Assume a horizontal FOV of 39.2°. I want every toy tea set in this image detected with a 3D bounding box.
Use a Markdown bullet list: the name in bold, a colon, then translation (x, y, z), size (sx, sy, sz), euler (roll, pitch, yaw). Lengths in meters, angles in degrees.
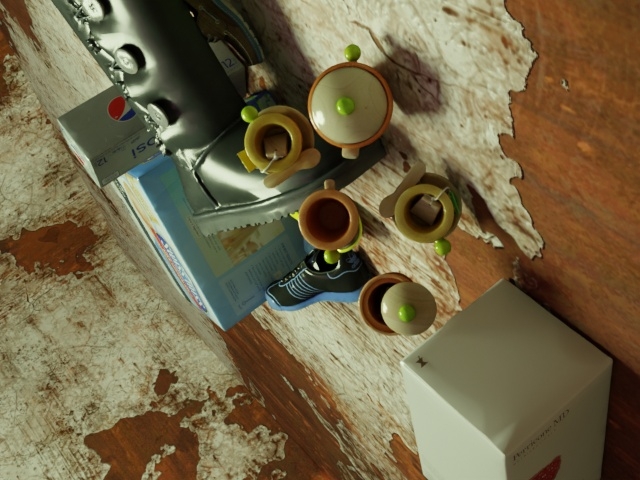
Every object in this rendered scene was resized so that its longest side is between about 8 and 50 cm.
- **toy tea set**: translation (0.048, -0.048, 1.030), size (0.336, 0.200, 0.124), euler (55, -167, -2)

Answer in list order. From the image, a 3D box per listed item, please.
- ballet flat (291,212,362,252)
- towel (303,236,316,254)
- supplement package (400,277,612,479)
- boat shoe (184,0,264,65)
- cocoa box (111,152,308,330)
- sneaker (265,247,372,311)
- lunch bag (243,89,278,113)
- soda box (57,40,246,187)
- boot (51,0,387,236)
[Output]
- **ballet flat**: translation (0.009, -0.038, 1.411), size (0.077, 0.077, 0.231), euler (42, 179, -43)
- **towel**: translation (0.000, 0.000, 1.551), size (0.067, 0.029, 0.119), euler (47, 160, 17)
- **supplement package**: translation (0.233, 0.228, 1.118), size (0.175, 0.177, 0.293), euler (41, 159, 37)
- **boat shoe**: translation (-0.156, -0.314, 1.280), size (0.183, 0.066, 0.066), euler (50, 174, -12)
- **cocoa box**: translation (-0.202, -0.058, 1.629), size (0.228, 0.231, 0.347), euler (29, 150, 54)
- **sneaker**: translation (-0.015, 0.060, 1.528), size (0.232, 0.081, 0.090), euler (-11, 119, 39)
- **lunch bag**: translation (-0.091, -0.158, 1.385), size (0.129, 0.096, 0.151), euler (59, 172, -12)
- **soda box**: translation (-0.257, -0.209, 1.405), size (0.098, 0.286, 0.091), euler (49, 163, 18)
- **boot**: translation (-0.154, -0.238, 1.190), size (0.367, 0.146, 0.445), euler (-16, 108, 43)
